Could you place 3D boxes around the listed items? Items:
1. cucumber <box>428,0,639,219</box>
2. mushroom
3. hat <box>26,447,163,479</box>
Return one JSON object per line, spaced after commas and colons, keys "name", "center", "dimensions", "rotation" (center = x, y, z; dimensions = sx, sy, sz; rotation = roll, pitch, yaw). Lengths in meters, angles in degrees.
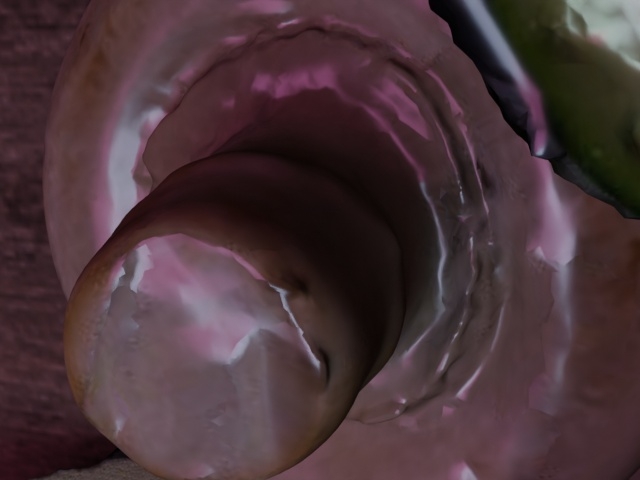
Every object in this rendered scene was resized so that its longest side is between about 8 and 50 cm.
{"name": "cucumber", "center": [0.103, -0.098, 0.392], "dimensions": [0.134, 0.244, 0.134], "rotation": [6, 116, 12]}
{"name": "mushroom", "center": [0.003, 0.007, 0.528], "dimensions": [0.206, 0.209, 0.206], "rotation": [23, 143, 18]}
{"name": "hat", "center": [-0.066, 0.200, 0.642], "dimensions": [0.252, 0.252, 0.110], "rotation": [16, 137, 29]}
